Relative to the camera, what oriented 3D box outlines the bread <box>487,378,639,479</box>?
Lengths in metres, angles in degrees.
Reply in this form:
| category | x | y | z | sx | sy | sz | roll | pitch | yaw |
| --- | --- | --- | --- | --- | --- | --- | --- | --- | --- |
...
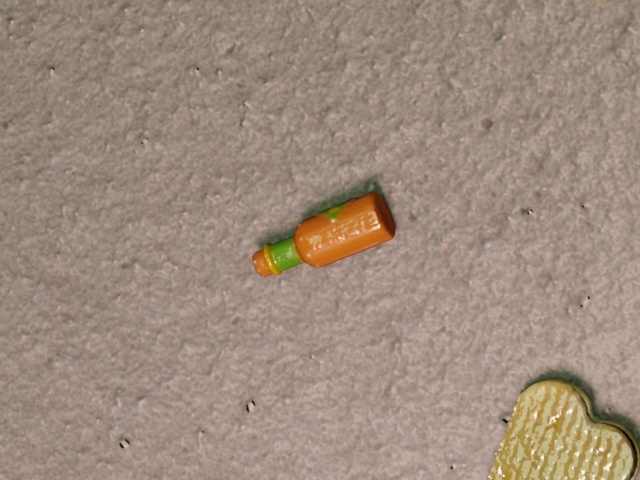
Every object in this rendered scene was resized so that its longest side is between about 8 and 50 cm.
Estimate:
| category | x | y | z | sx | sy | sz | roll | pitch | yaw |
| --- | --- | --- | --- | --- | --- | --- | --- | --- | --- |
| bread | 0.292 | 0.322 | 1.880 | 0.207 | 0.056 | 0.286 | 25 | 96 | 21 |

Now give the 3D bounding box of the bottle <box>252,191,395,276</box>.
| category | x | y | z | sx | sy | sz | roll | pitch | yaw |
| --- | --- | --- | --- | --- | --- | --- | --- | --- | --- |
| bottle | 0.000 | 0.000 | 1.987 | 0.187 | 0.069 | 0.069 | -23 | 81 | 15 |
